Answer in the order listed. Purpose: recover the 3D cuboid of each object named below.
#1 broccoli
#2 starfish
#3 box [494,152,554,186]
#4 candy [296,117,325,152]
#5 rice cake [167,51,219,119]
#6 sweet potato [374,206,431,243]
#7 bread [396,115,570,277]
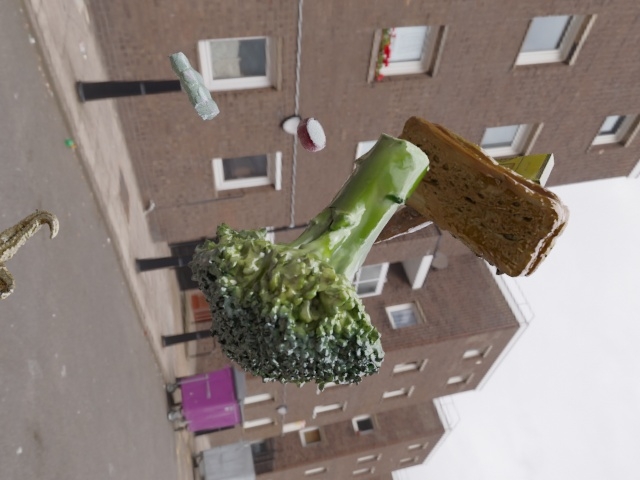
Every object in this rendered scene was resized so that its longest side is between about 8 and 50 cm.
[{"bbox_3d":[0.010,0.029,0.750,0.275,0.396,0.353,62,6,-58],"label":"broccoli"},{"bbox_3d":[-0.889,0.088,1.411,0.432,0.323,0.083,-81,162,-47],"label":"starfish"},{"bbox_3d":[0.457,-0.170,1.415,0.278,0.153,0.041,-1,-60,37],"label":"box"},{"bbox_3d":[-0.026,-0.310,1.562,0.043,0.103,0.103,-20,-105,35],"label":"candy"},{"bbox_3d":[-0.274,-0.331,1.173,0.127,0.043,0.237,62,0,-6],"label":"rice cake"},{"bbox_3d":[0.222,-0.062,1.175,0.072,0.314,0.066,49,30,-32],"label":"sweet potato"},{"bbox_3d":[0.285,-0.088,1.048,0.380,0.109,0.185,42,-60,30],"label":"bread"}]
